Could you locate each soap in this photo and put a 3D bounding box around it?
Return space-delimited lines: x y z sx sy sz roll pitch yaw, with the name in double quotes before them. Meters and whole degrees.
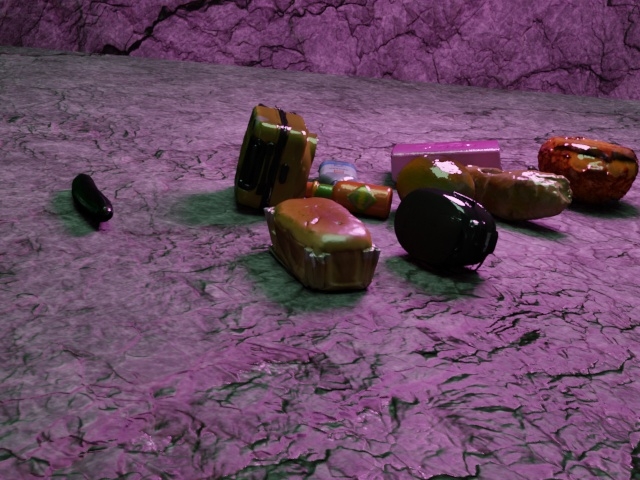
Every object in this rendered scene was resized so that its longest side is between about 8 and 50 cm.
"soap" 0.303 -0.191 2.241 0.259 0.081 0.181 -2 13 11

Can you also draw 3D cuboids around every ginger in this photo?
"ginger" 0.415 -0.103 2.044 0.263 0.116 0.109 13 9 35

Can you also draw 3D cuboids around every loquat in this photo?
"loquat" 0.235 -0.111 1.970 0.152 0.152 0.195 -7 31 -34

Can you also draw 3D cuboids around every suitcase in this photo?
"suitcase" -0.094 -0.170 1.954 0.143 0.194 0.235 13 18 -10

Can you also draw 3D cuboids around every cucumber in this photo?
"cucumber" -0.443 -0.082 1.801 0.056 0.056 0.284 -2 17 -23

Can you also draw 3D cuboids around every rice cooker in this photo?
"rice cooker" 0.231 -0.020 1.705 0.203 0.142 0.118 27 16 40

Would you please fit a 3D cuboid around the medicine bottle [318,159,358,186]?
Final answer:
"medicine bottle" 0.040 -0.135 2.107 0.090 0.053 0.208 8 19 -2

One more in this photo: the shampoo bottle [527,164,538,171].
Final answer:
"shampoo bottle" 0.463 -0.120 2.137 0.048 0.027 0.137 28 56 2

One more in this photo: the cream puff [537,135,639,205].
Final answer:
"cream puff" 0.642 -0.169 2.250 0.240 0.164 0.240 13 5 -1

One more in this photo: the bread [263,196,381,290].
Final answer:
"bread" 0.000 0.000 1.620 0.136 0.107 0.241 -4 21 -21

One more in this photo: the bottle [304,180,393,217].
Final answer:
"bottle" 0.056 -0.092 1.971 0.187 0.069 0.069 8 19 12
